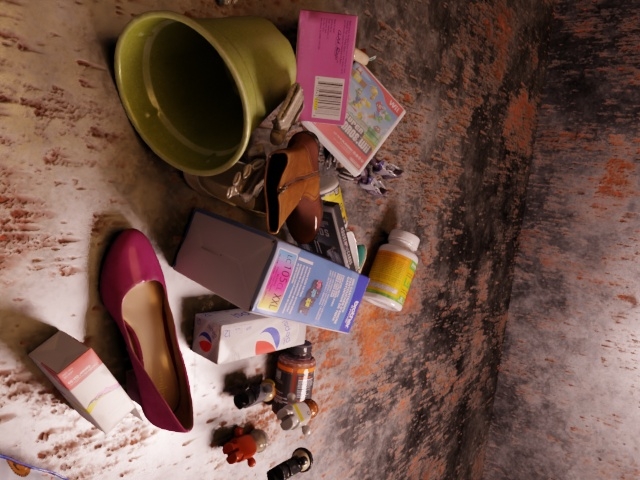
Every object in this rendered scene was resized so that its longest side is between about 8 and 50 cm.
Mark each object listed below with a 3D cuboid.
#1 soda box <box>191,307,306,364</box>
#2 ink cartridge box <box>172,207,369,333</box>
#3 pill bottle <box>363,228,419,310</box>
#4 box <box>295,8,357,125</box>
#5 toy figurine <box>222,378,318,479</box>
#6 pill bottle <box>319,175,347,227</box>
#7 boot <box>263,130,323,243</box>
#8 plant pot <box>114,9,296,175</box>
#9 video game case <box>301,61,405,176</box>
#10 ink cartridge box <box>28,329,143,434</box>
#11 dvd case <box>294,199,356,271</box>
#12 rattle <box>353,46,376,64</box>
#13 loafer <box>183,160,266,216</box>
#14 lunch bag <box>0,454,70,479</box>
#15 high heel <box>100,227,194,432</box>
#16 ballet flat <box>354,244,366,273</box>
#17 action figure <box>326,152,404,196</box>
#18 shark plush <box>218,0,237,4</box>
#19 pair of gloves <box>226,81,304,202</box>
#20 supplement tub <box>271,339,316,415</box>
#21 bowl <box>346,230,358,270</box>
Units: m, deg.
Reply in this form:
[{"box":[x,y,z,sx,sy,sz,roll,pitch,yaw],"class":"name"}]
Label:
[{"box":[-0.159,0.214,1.155,0.286,0.098,0.091,1,99,-52],"class":"soda box"},{"box":[-0.081,0.080,1.076,0.396,0.270,0.151,28,84,-50],"class":"ink cartridge box"},{"box":[0.236,0.094,1.575,0.136,0.136,0.245,37,71,-49],"class":"pill bottle"},{"box":[0.012,-0.383,1.074,0.243,0.118,0.213,-82,178,-68],"class":"box"},{"box":[-0.113,0.464,1.189,0.148,0.213,0.209,12,88,-61],"class":"toy figurine"},{"box":[0.015,-0.072,1.288,0.103,0.103,0.184,-40,128,-38],"class":"pill bottle"},{"box":[-0.048,-0.073,0.962,0.280,0.096,0.264,-71,172,-67],"class":"boot"},{"box":[-0.181,-0.298,0.896,0.254,0.276,0.275,-50,135,-47],"class":"plant pot"},{"box":[0.098,-0.335,1.306,0.204,0.025,0.285,44,60,-13],"class":"video game case"},{"box":[-0.405,0.261,0.848,0.067,0.115,0.198,-45,131,-35],"class":"ink cartridge box"},{"box":[0.000,0.000,1.227,0.030,0.179,0.238,-39,127,-34],"class":"dvd case"},{"box":[0.063,-0.459,1.279,0.200,0.130,0.142,-37,143,-73],"class":"rattle"},{"box":[-0.176,-0.122,1.049,0.269,0.092,0.101,24,79,-52],"class":"loafer"},{"box":[-0.535,0.505,0.673,0.327,0.239,0.385,54,42,-42],"class":"lunch bag"},{"box":[-0.299,0.168,0.902,0.127,0.181,0.376,-23,117,-46],"class":"high heel"},{"box":[0.099,0.091,1.487,0.052,0.057,0.168,39,70,-78],"class":"ballet flat"},{"box":[0.118,-0.235,1.380,0.285,0.099,0.185,33,84,-45],"class":"action figure"},{"box":[-0.183,-0.559,0.964,0.067,0.073,0.161,-13,118,-17],"class":"shark plush"},{"box":[-0.097,-0.183,0.911,0.240,0.042,0.204,-60,-176,10],"class":"pair of gloves"},{"box":[-0.068,0.368,1.298,0.106,0.106,0.197,1,99,-51],"class":"supplement tub"},{"box":[0.045,0.051,1.398,0.142,0.053,0.142,-36,127,-40],"class":"bowl"}]
